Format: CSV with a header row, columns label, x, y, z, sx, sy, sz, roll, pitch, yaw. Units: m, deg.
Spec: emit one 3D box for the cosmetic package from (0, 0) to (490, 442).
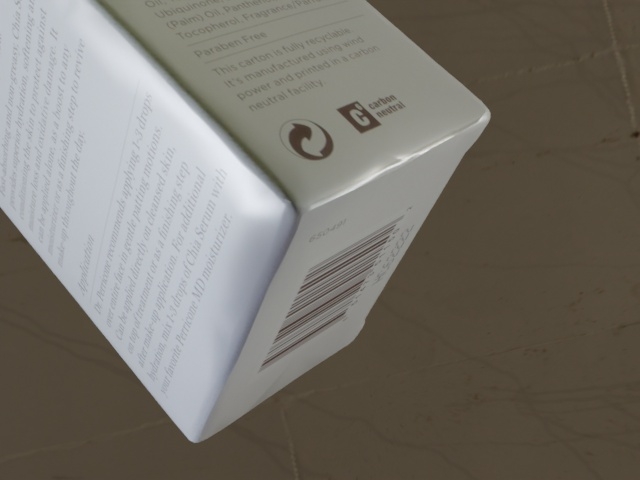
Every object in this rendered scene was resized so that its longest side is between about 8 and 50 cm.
label,x,y,z,sx,sy,sz,roll,pitch,yaw
cosmetic package,-0.139,-0.123,0.566,0.161,0.230,0.453,-29,-113,-39
